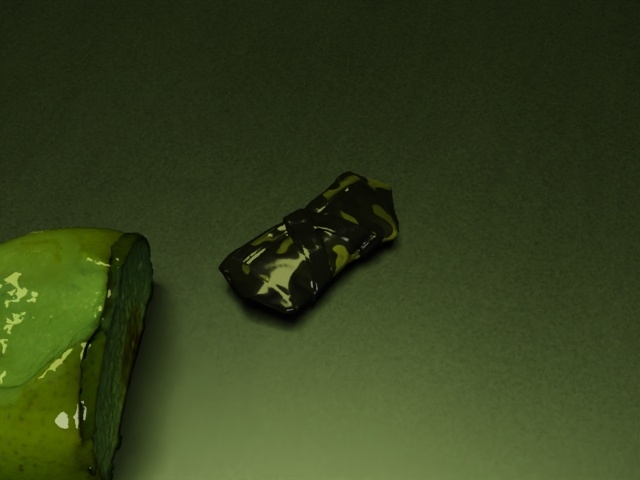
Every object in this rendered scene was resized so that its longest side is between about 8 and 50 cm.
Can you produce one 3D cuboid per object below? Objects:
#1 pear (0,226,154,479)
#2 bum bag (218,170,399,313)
[{"bbox_3d":[-0.306,0.093,0.727,0.292,0.159,0.293,-3,52,3],"label":"pear"},{"bbox_3d":[0.000,0.000,0.850,0.232,0.060,0.107,-36,68,-22],"label":"bum bag"}]
